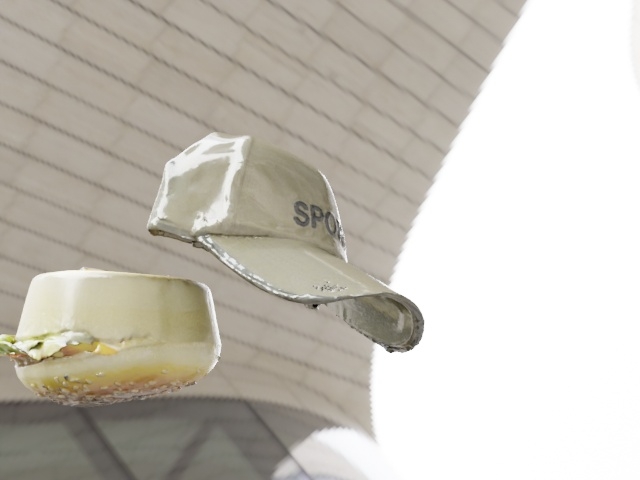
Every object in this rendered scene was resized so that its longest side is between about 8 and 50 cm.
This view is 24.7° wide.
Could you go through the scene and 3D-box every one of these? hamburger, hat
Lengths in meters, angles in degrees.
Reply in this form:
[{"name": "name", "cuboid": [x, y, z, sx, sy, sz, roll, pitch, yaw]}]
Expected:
[{"name": "hamburger", "cuboid": [-0.131, 0.062, 0.897, 0.141, 0.126, 0.081, 9, -102, -32]}, {"name": "hat", "cuboid": [0.000, 0.000, 0.876, 0.147, 0.175, 0.085, 29, -94, -46]}]
